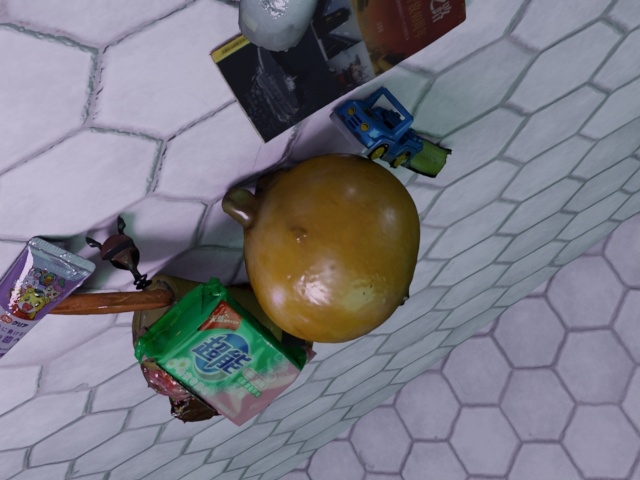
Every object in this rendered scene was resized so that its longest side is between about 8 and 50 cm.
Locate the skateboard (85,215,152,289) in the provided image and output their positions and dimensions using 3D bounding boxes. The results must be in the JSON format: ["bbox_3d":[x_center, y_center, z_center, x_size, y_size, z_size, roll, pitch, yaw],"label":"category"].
[{"bbox_3d":[-0.312,0.028,1.561,0.067,0.080,0.151,-35,162,-7],"label":"skateboard"}]

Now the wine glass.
[{"bbox_3d":[-0.091,-0.319,1.053,0.264,0.096,0.309,-21,158,-29],"label":"wine glass"}]

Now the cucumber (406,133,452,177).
[{"bbox_3d":[0.193,-0.156,1.860,0.046,0.071,0.220,-8,170,32],"label":"cucumber"}]

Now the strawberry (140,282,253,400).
[{"bbox_3d":[-0.209,0.213,2.021,0.336,0.149,0.265,-24,157,-21],"label":"strawberry"}]

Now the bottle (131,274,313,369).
[{"bbox_3d":[-0.167,0.173,1.838,0.351,0.172,0.171,13,134,-40],"label":"bottle"}]

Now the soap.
[{"bbox_3d":[-0.161,0.191,1.666,0.218,0.098,0.273,-43,133,-3],"label":"soap"}]

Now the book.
[{"bbox_3d":[0.040,-0.293,1.390,0.373,0.028,0.262,-31,157,1],"label":"book"}]

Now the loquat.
[{"bbox_3d":[0.000,0.000,1.644,0.359,0.328,0.328,25,134,-15],"label":"loquat"}]

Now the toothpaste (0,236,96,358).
[{"bbox_3d":[-0.484,0.111,1.531,0.114,0.073,0.299,30,119,-34],"label":"toothpaste"}]

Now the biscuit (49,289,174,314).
[{"bbox_3d":[-0.354,0.104,1.616,0.192,0.036,0.186,-4,177,29],"label":"biscuit"}]

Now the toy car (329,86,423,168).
[{"bbox_3d":[0.105,-0.189,1.613,0.100,0.097,0.191,-48,155,19],"label":"toy car"}]

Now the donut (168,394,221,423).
[{"bbox_3d":[-0.246,0.339,2.321,0.269,0.103,0.270,-24,157,-11],"label":"donut"}]
